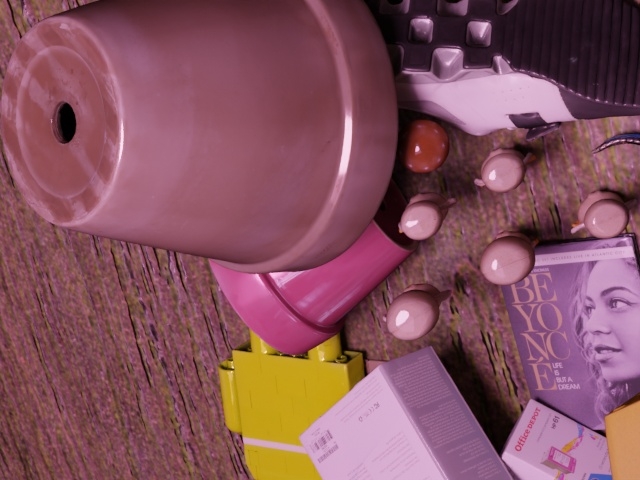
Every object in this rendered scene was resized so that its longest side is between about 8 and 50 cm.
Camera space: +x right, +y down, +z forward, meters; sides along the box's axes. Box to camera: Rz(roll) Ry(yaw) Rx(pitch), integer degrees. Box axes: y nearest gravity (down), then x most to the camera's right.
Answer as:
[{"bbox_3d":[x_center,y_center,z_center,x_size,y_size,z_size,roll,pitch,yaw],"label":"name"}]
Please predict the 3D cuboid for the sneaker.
[{"bbox_3d":[0.203,-0.166,1.430,0.330,0.122,0.146,9,155,12],"label":"sneaker"}]

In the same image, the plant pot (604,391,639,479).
[{"bbox_3d":[0.403,0.213,1.409,0.212,0.212,0.187,-30,82,33],"label":"plant pot"}]

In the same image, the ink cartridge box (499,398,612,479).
[{"bbox_3d":[0.261,0.243,1.569,0.122,0.088,0.052,26,137,9],"label":"ink cartridge box"}]

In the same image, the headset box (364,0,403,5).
[{"bbox_3d":[0.017,-0.332,1.468,0.218,0.110,0.293,48,129,5],"label":"headset box"}]

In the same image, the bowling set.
[{"bbox_3d":[0.160,-0.042,1.461,0.287,0.154,0.200,-25,92,10],"label":"bowling set"}]

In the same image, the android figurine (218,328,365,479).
[{"bbox_3d":[-0.018,0.214,1.765,0.248,0.056,0.273,2,110,31],"label":"android figurine"}]

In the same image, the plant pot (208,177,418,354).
[{"bbox_3d":[0.000,0.000,1.592,0.180,0.201,0.201,-31,92,24],"label":"plant pot"}]

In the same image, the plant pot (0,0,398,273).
[{"bbox_3d":[-0.134,-0.114,1.364,0.323,0.280,0.323,9,102,44],"label":"plant pot"}]

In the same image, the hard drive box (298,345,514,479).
[{"bbox_3d":[0.104,0.264,1.577,0.181,0.089,0.232,-46,68,43],"label":"hard drive box"}]

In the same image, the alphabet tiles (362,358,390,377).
[{"bbox_3d":[0.062,0.254,1.772,0.198,0.009,0.237,2,112,32],"label":"alphabet tiles"}]

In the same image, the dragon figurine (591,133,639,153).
[{"bbox_3d":[0.378,-0.032,1.348,0.289,0.144,0.085,32,125,18],"label":"dragon figurine"}]

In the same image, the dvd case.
[{"bbox_3d":[0.286,0.104,1.551,0.164,0.018,0.221,-6,107,35],"label":"dvd case"}]
